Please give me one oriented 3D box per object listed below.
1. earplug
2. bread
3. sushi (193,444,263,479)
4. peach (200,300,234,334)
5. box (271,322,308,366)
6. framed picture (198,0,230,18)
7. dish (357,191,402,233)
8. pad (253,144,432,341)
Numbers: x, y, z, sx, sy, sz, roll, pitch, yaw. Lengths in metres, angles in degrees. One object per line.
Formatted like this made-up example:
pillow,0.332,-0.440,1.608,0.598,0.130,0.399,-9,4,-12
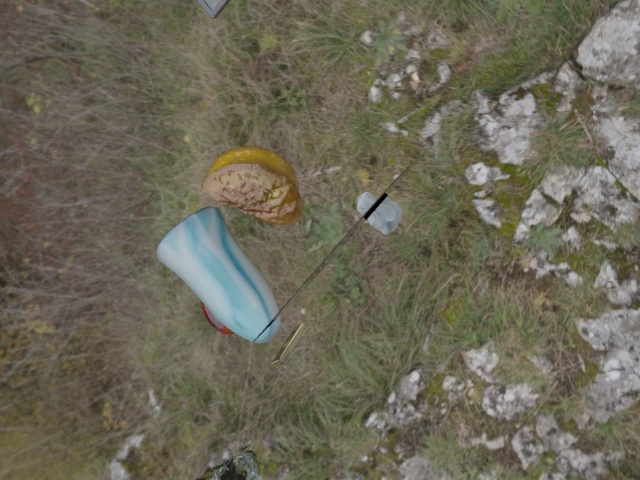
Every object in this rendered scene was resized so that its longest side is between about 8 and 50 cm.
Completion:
earplug,-0.209,0.098,1.302,0.324,0.185,0.185,48,117,11
bread,-0.187,-0.191,1.793,0.339,0.194,0.179,22,127,-19
sushi,-0.228,0.614,1.395,0.131,0.291,0.139,-40,75,11
peach,-0.311,0.212,2.021,0.243,0.243,0.199,52,149,7
box,-0.090,0.303,1.626,0.023,0.133,0.090,38,153,-6
framed picture,-0.289,-0.673,1.425,0.128,0.023,0.168,-35,99,37
dish,0.160,-0.078,1.482,0.137,0.039,0.091,30,85,-19
pad,0.000,0.001,0.849,0.063,0.315,0.375,41,121,3
